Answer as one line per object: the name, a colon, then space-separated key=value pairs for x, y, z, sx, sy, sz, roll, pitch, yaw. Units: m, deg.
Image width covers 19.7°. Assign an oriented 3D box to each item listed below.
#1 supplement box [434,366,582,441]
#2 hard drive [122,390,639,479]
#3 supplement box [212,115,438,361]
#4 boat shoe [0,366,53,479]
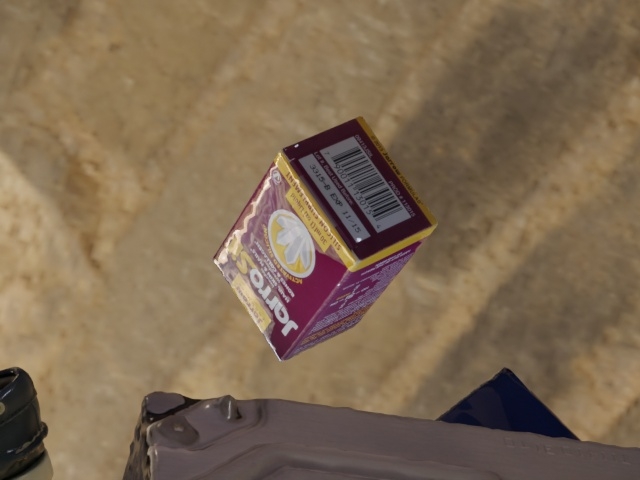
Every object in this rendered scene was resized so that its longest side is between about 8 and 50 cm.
supplement box: x=0.021 y=0.269 z=0.909 sx=0.194 sy=0.195 sz=0.356 roll=44 pitch=-58 yaw=12
hard drive: x=0.076 y=0.162 z=0.387 sx=0.339 sy=0.237 sz=0.064 roll=-101 pitch=-157 yaw=-59
supplement box: x=0.000 y=0.000 z=0.710 sx=0.055 sy=0.043 sz=0.083 roll=54 pitch=-35 yaw=15
boat shoe: x=-0.286 y=0.135 z=1.081 sx=0.095 sy=0.255 sz=0.079 roll=-131 pitch=-150 yaw=-72
